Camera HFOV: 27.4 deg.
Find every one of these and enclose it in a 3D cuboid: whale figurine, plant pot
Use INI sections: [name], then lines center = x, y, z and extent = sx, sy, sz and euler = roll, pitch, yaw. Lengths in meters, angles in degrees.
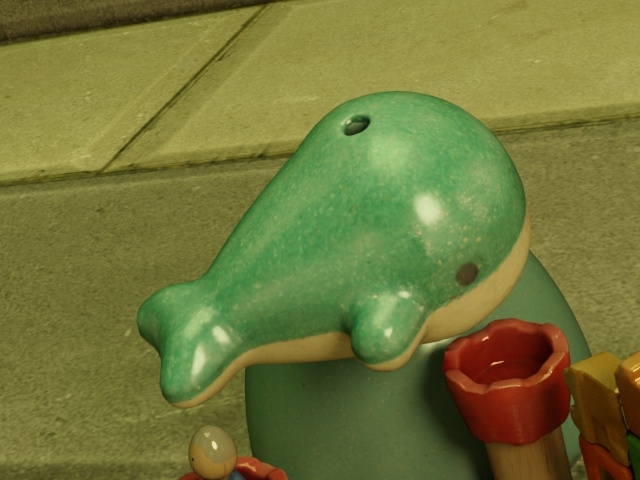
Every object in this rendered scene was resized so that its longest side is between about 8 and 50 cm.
[whale figurine]
center = 0.000, 0.000, 0.855
extent = 0.272, 0.141, 0.216
euler = -26, 38, -3
[plant pot]
center = 0.062, 0.066, 1.039
extent = 0.290, 0.195, 0.290
euler = -13, 26, 7

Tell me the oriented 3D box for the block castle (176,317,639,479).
[block castle]
center = 0.127, 0.208, 0.696
extent = 0.303, 0.212, 0.453
euler = -25, 27, -18
